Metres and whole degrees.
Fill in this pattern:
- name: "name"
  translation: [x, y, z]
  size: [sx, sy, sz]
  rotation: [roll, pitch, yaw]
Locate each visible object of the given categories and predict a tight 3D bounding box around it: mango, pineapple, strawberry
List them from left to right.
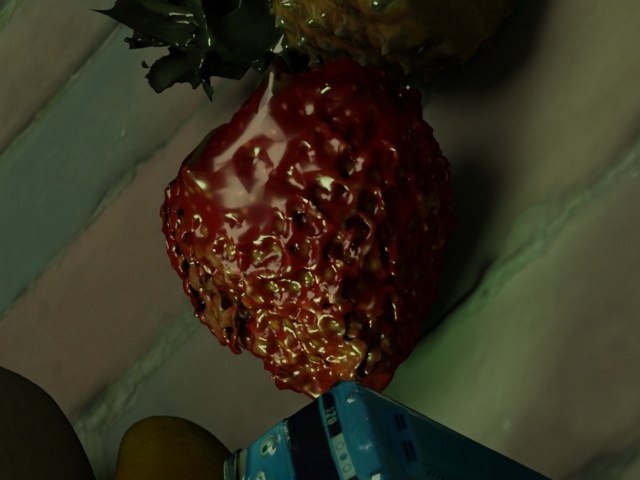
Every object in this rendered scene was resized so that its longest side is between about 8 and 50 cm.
- name: "mango"
  translation: [-0.082, 0.195, 1.122]
  size: [0.099, 0.136, 0.227]
  rotation: [-48, 26, 31]
- name: "pineapple"
  translation: [-0.026, -0.159, 1.260]
  size: [0.364, 0.165, 0.165]
  rotation: [-9, 62, 52]
- name: "strawberry"
  translation: [0.000, 0.000, 1.127]
  size: [0.187, 0.184, 0.201]
  rotation: [-24, 75, 18]

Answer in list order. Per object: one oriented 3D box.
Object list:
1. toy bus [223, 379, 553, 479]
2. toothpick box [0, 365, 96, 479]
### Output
- name: "toy bus"
  translation: [0.049, 0.146, 0.948]
  size: [0.106, 0.185, 0.090]
  rotation: [-41, 41, 24]
- name: "toothpick box"
  translation: [-0.332, 0.280, 1.146]
  size: [0.409, 0.409, 0.425]
  rotation: [-12, 65, 47]
